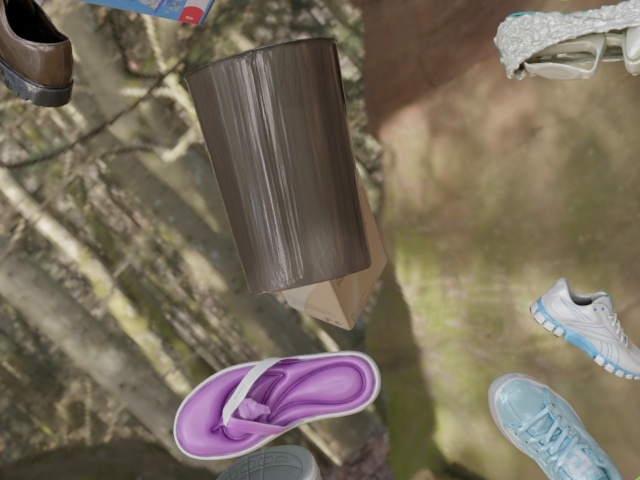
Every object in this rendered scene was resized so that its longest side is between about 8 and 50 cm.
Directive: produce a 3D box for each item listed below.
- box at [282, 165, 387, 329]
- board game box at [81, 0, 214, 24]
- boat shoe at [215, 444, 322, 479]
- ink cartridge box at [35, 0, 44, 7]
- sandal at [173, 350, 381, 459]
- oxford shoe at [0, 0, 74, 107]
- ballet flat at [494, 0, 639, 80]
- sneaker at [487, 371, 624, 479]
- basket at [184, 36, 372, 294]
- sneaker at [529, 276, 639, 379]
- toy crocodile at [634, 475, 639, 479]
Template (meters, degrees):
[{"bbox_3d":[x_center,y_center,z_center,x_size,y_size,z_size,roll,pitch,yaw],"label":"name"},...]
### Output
[{"bbox_3d":[0.000,0.000,1.721,0.148,0.121,0.311,-62,-22,-18],"label":"box"},{"bbox_3d":[-0.322,-0.450,1.565,0.086,0.308,0.302,-56,45,35],"label":"board game box"},{"bbox_3d":[-0.112,0.395,1.562,0.320,0.103,0.118,-41,31,19],"label":"boat shoe"},{"bbox_3d":[-0.444,-0.337,1.527,0.099,0.135,0.056,-27,40,62],"label":"ink cartridge box"},{"bbox_3d":[-0.091,0.299,2.161,0.416,0.169,0.102,-20,-10,1],"label":"sandal"},{"bbox_3d":[-0.347,-0.240,1.229,0.083,0.227,0.096,-33,-32,-51],"label":"oxford shoe"},{"bbox_3d":[0.525,-0.356,2.076,0.408,0.147,0.147,-4,32,17],"label":"ballet flat"},{"bbox_3d":[0.457,0.387,2.064,0.135,0.366,0.150,-45,8,-7],"label":"sneaker"},{"bbox_3d":[-0.034,-0.070,1.130,0.154,0.227,0.204,-14,2,-14],"label":"basket"},{"bbox_3d":[0.388,0.118,1.551,0.083,0.190,0.071,-58,2,24],"label":"sneaker"},{"bbox_3d":[0.330,0.344,1.165,0.340,0.105,0.115,-41,41,2],"label":"toy crocodile"}]
